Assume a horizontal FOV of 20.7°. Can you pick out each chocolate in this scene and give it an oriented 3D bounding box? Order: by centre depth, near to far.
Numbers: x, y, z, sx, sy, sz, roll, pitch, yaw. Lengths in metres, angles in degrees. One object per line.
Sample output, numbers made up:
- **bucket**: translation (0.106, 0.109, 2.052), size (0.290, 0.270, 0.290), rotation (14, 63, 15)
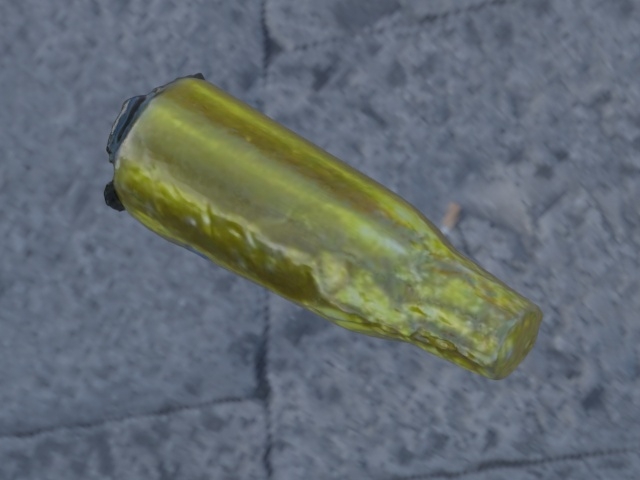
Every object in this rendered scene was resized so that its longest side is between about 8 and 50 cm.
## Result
- **chocolate**: translation (0.000, 0.000, 1.630), size (0.445, 0.162, 0.162), rotation (31, 87, 29)
